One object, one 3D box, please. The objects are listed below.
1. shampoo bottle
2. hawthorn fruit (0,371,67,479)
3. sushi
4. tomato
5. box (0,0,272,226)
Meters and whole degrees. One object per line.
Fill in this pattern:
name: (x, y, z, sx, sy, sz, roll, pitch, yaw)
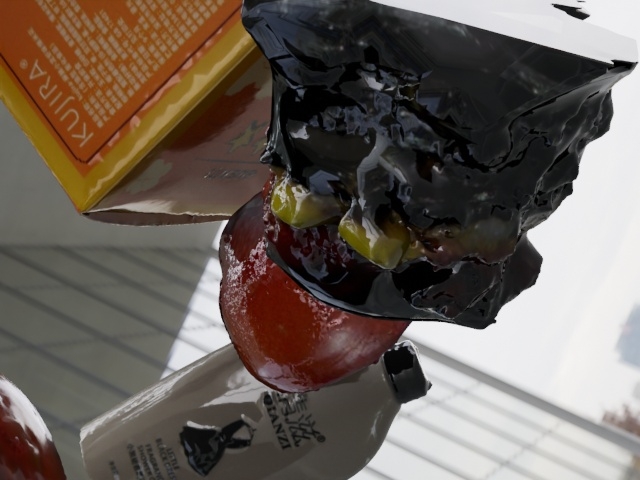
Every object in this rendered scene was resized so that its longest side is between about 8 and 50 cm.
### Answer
shampoo bottle: (-0.044, 0.131, 0.971, 0.078, 0.257, 0.127, -21, -89, -83)
hawthorn fruit: (-0.266, 0.171, 0.692, 0.316, 0.316, 0.316, -54, -22, -33)
sushi: (0.047, -0.040, 0.607, 0.172, 0.153, 0.150, -53, -22, -69)
tomato: (0.000, 0.000, 0.848, 0.173, 0.099, 0.189, -32, 28, 34)
box: (-0.118, -0.180, 0.946, 0.214, 0.283, 0.259, -40, -14, 17)
